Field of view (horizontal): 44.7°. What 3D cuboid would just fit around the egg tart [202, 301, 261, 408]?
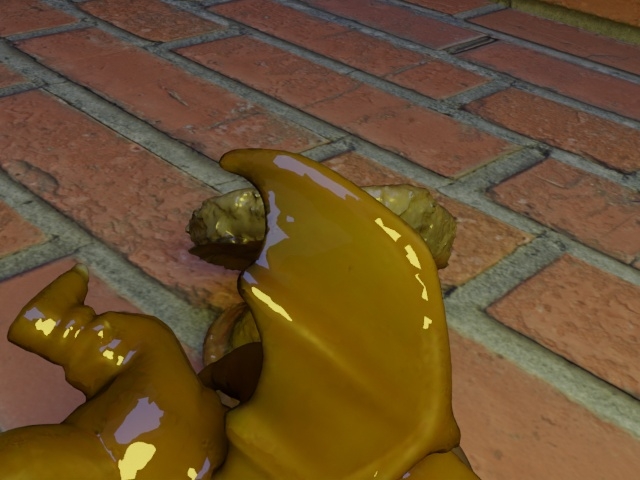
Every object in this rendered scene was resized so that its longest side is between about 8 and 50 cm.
[{"bbox_3d":[0.008,0.124,0.892,0.289,0.118,0.288,7,31,-4],"label":"egg tart"}]

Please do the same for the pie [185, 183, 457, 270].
[{"bbox_3d":[0.000,0.000,0.953,0.340,0.083,0.339,0,-13,0],"label":"pie"}]

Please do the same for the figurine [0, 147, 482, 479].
[{"bbox_3d":[-0.040,0.209,0.411,0.387,0.268,0.400,33,66,-7],"label":"figurine"}]
